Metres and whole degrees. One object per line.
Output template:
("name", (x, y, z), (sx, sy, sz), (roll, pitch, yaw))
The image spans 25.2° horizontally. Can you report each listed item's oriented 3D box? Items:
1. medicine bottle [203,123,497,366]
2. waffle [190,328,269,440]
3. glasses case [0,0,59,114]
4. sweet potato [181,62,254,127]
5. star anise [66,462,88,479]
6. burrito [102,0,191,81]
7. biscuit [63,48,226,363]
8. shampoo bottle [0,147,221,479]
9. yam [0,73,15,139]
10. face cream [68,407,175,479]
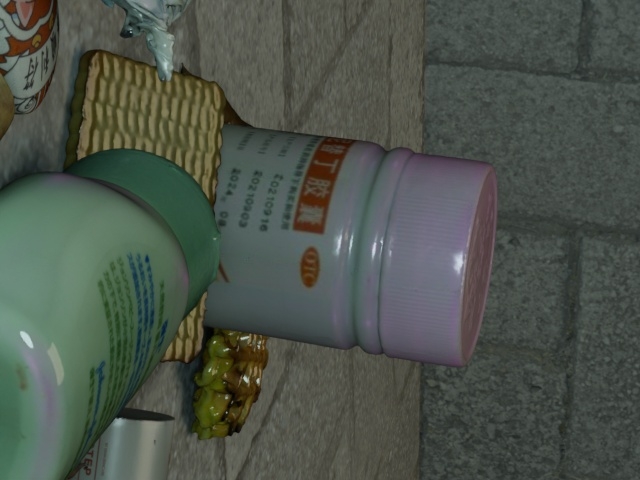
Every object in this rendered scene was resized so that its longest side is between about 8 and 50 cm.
("medicine bottle", (0.000, 0.000, 1.373), (0.202, 0.316, 0.202), (8, 90, -77))
("waffle", (-0.090, 0.088, 1.591), (0.243, 0.058, 0.238), (-73, 170, -46))
("glasses case", (-0.216, -0.191, 0.897), (0.267, 0.067, 0.103), (80, 15, -51))
("sweet potato", (-0.092, -0.100, 1.516), (0.274, 0.067, 0.067), (63, 35, -59))
("star anise", (-0.221, 0.168, 1.091), (0.124, 0.056, 0.129), (20, 65, -58))
("burrito", (-0.152, -0.322, 0.921), (0.139, 0.101, 0.445), (-134, -148, -73))
("biscuit", (-0.154, -0.023, 1.214), (0.172, 0.029, 0.254), (10, 85, -52))
("shampoo bottle", (-0.177, 0.042, 0.987), (0.349, 0.151, 0.222), (-54, 160, -63))
("yam", (-0.259, 0.004, 0.781), (0.357, 0.081, 0.081), (-68, 160, -48))
("face cream", (-0.182, 0.249, 1.199), (0.096, 0.096, 0.214), (17, 80, -77))
